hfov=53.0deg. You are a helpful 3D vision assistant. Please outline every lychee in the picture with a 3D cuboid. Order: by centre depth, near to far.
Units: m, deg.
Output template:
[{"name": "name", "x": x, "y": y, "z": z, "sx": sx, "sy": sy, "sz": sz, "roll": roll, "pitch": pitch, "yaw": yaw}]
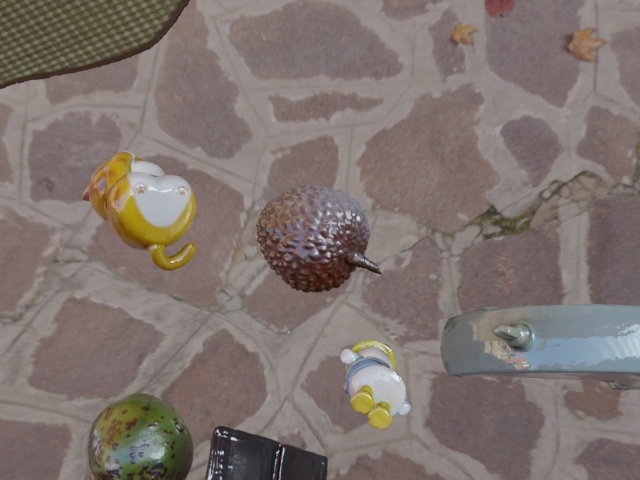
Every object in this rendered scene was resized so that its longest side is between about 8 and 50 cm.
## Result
[{"name": "lychee", "x": 0.000, "y": 0.000, "z": 0.940, "sx": 0.197, "sy": 0.165, "sz": 0.165, "roll": 28, "pitch": 81, "yaw": 23}]

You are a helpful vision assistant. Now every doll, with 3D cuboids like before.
[{"name": "doll", "x": 0.092, "y": 0.237, "z": 1.108, "sx": 0.135, "sy": 0.241, "sz": 0.099, "roll": 11, "pitch": 95, "yaw": -2}, {"name": "doll", "x": -0.344, "y": -0.077, "z": 1.222, "sx": 0.166, "sy": 0.269, "sz": 0.162, "roll": 8, "pitch": 111, "yaw": -36}]

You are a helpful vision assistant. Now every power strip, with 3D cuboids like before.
[{"name": "power strip", "x": 0.218, "y": 0.088, "z": 0.521, "sx": 0.253, "sy": 0.167, "sz": 0.054, "roll": 12, "pitch": 70, "yaw": -28}]

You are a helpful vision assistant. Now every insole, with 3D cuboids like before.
[{"name": "insole", "x": -0.186, "y": -0.136, "z": 0.410, "sx": 0.253, "sy": 0.086, "sz": 0.005, "roll": -15, "pitch": 38, "yaw": 22}]

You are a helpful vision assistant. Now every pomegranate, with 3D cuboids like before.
[{"name": "pomegranate", "x": -0.429, "y": 0.489, "z": 1.495, "sx": 0.270, "sy": 0.254, "sz": 0.254, "roll": -34, "pitch": 84, "yaw": 17}]

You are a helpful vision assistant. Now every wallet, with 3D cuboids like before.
[{"name": "wallet", "x": -0.114, "y": 0.558, "z": 1.390, "sx": 0.323, "sy": 0.041, "sz": 0.247, "roll": 27, "pitch": 54, "yaw": -30}]
